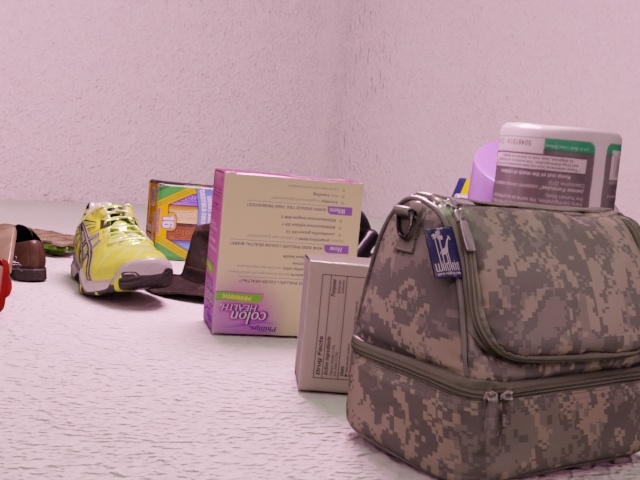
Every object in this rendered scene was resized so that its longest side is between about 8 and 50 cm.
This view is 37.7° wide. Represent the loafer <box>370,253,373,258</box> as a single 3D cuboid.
[{"bbox_3d":[0.167,0.063,1.774,0.130,0.134,0.366,-17,6,-19],"label":"loafer"}]

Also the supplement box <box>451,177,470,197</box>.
[{"bbox_3d":[0.492,-0.013,2.280,0.356,0.195,0.194,11,-18,44],"label":"supplement box"}]

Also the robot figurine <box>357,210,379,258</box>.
[{"bbox_3d":[0.000,-0.003,1.992,0.173,0.209,0.278,-8,3,-34],"label":"robot figurine"}]

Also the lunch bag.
[{"bbox_3d":[0.188,0.084,0.947,0.305,0.256,0.212,1,7,-33],"label":"lunch bag"}]

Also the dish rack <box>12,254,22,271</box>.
[{"bbox_3d":[-0.631,0.042,1.566,0.208,0.074,0.271,-1,10,-39],"label":"dish rack"}]

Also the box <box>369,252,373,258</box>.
[{"bbox_3d":[0.251,0.066,2.266,0.220,0.051,0.175,2,7,-39],"label":"box"}]

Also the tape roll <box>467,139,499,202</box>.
[{"bbox_3d":[0.430,-0.104,1.831,0.274,0.090,0.275,5,31,-3],"label":"tape roll"}]

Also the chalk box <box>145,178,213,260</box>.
[{"bbox_3d":[-0.266,-0.044,2.254,0.289,0.179,0.180,5,5,-17],"label":"chalk box"}]

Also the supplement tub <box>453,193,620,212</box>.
[{"bbox_3d":[0.435,0.018,1.949,0.331,0.241,0.241,6,5,0],"label":"supplement tub"}]

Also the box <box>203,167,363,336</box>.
[{"bbox_3d":[-0.061,0.019,1.443,0.213,0.243,0.117,3,6,-14],"label":"box"}]

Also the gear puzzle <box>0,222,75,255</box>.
[{"bbox_3d":[-0.602,0.010,2.097,0.339,0.044,0.175,10,5,12],"label":"gear puzzle"}]

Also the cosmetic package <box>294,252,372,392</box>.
[{"bbox_3d":[0.128,0.108,1.156,0.309,0.160,0.113,6,4,-4],"label":"cosmetic package"}]

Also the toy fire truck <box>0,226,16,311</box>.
[{"bbox_3d":[-0.547,0.039,1.366,0.217,0.158,0.246,5,-6,1],"label":"toy fire truck"}]

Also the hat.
[{"bbox_3d":[-0.163,0.036,1.758,0.331,0.134,0.331,5,6,-1],"label":"hat"}]

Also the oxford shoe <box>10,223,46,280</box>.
[{"bbox_3d":[-0.566,0.015,1.772,0.083,0.096,0.227,-1,6,-36],"label":"oxford shoe"}]

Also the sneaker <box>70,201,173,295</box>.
[{"bbox_3d":[-0.372,0.011,1.666,0.145,0.147,0.384,-4,8,-30],"label":"sneaker"}]

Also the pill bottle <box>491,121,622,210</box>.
[{"bbox_3d":[0.389,-0.013,1.597,0.204,0.361,0.204,6,5,-1],"label":"pill bottle"}]
